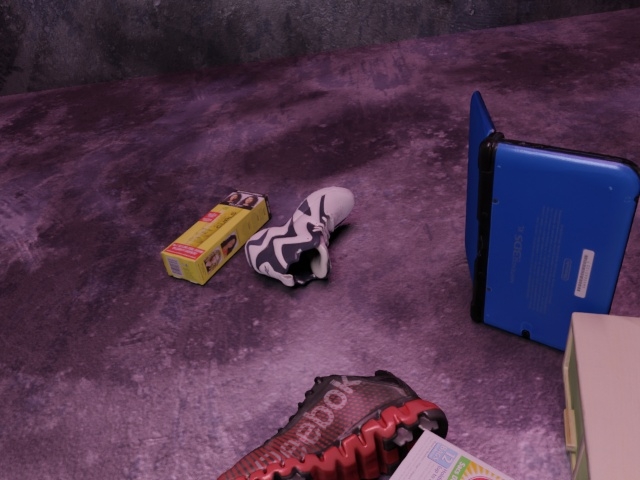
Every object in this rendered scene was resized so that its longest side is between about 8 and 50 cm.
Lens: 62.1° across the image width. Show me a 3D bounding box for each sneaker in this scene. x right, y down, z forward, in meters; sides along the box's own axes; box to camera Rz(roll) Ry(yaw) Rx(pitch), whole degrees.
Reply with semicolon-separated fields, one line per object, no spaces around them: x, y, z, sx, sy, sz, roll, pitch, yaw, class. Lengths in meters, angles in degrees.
0.000;0.000;0.929;0.235;0.094;0.153;-29;41;-25;sneaker
0.000;0.229;0.606;0.276;0.097;0.135;-19;37;-17;sneaker

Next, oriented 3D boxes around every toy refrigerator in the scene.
0.310;0.207;0.560;0.094;0.102;0.269;3;38;17;toy refrigerator

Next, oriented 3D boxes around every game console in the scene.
0.288;-0.029;0.729;0.250;0.293;0.173;18;44;33;game console

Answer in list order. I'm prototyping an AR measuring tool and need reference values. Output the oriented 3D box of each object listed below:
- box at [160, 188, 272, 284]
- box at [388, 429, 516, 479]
-0.192;-0.014;1.021;0.087;0.058;0.232;13;42;28;box
0.093;0.297;0.482;0.114;0.103;0.203;20;45;35;box
